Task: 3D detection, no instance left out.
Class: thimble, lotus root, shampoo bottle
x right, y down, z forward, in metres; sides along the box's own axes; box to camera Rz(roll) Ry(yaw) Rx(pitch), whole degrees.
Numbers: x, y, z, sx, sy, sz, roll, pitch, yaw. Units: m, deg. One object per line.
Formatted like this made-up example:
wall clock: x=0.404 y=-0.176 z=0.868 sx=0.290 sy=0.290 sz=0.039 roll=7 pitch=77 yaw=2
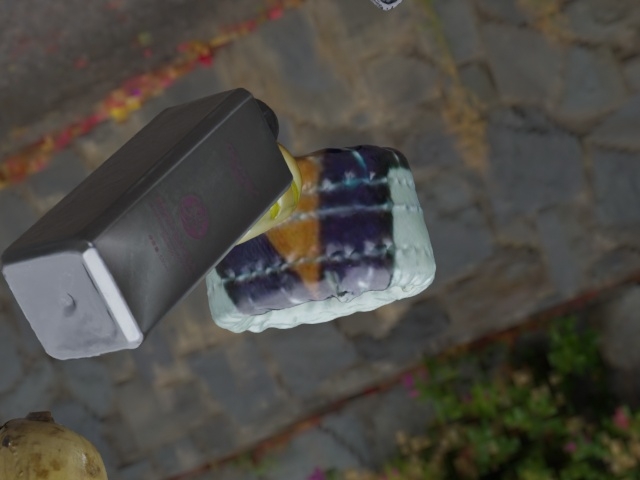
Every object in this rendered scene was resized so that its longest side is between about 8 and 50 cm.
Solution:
thimble: x=0.000 y=0.000 z=1.765 sx=0.237 sy=0.150 sz=0.237 roll=-11 pitch=171 yaw=-2
lotus root: x=-0.285 y=0.319 z=1.865 sx=0.146 sy=0.284 sz=0.160 roll=4 pitch=171 yaw=3
shampoo bottle: x=-0.096 y=-0.021 z=1.145 sx=0.079 sy=0.080 sz=0.246 roll=-12 pitch=-157 yaw=34

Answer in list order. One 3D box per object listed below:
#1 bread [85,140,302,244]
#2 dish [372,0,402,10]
bread: x=-0.114 y=-0.034 z=1.484 sx=0.213 sy=0.104 sz=0.213 roll=-17 pitch=-175 yaw=2
dish: x=0.084 y=-0.368 z=1.744 sx=0.243 sy=0.182 sz=0.080 roll=-44 pitch=-146 yaw=2
